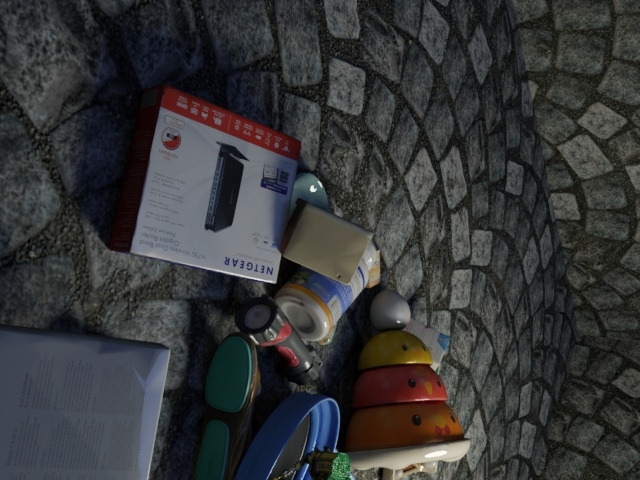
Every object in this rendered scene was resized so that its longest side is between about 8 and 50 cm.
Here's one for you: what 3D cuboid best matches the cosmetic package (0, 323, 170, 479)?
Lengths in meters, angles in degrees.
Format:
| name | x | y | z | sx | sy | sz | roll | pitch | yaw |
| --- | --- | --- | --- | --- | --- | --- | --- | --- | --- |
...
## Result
| name | x | y | z | sx | sy | sz | roll | pitch | yaw |
| --- | --- | --- | --- | --- | --- | --- | --- | --- | --- |
| cosmetic package | -0.399 | 0.323 | 0.971 | 0.284 | 0.097 | 0.378 | 12 | 83 | -26 |

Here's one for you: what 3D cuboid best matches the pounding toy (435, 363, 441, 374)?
| name | x | y | z | sx | sy | sz | roll | pitch | yaw |
| --- | --- | --- | --- | --- | --- | --- | --- | --- | --- |
| pounding toy | 0.289 | 0.445 | 2.067 | 0.181 | 0.094 | 0.206 | 45 | 57 | -47 |

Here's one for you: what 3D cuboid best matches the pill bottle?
| name | x | y | z | sx | sy | sz | roll | pitch | yaw |
| --- | --- | --- | --- | --- | --- | --- | --- | --- | --- |
| pill bottle | 0.021 | 0.098 | 1.591 | 0.272 | 0.152 | 0.152 | -48 | 130 | -38 |

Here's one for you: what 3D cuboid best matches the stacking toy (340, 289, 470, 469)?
| name | x | y | z | sx | sy | sz | roll | pitch | yaw |
| --- | --- | --- | --- | --- | --- | --- | --- | --- | --- |
| stacking toy | 0.203 | 0.371 | 1.830 | 0.350 | 0.350 | 0.481 | 16 | 62 | -54 |

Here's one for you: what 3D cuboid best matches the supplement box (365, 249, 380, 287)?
| name | x | y | z | sx | sy | sz | roll | pitch | yaw |
| --- | --- | --- | --- | --- | --- | --- | --- | --- | --- |
| supplement box | 0.138 | 0.078 | 1.866 | 0.062 | 0.036 | 0.099 | -16 | 106 | -54 |

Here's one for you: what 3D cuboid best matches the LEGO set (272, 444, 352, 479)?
| name | x | y | z | sx | sy | sz | roll | pitch | yaw |
| --- | --- | --- | --- | --- | --- | --- | --- | --- | --- |
| LEGO set | -0.056 | 0.585 | 1.338 | 0.255 | 0.192 | 0.331 | 59 | 44 | -23 |

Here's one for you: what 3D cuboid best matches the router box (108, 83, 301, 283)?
| name | x | y | z | sx | sy | sz | roll | pitch | yaw |
| --- | --- | --- | --- | --- | --- | --- | --- | --- | --- |
| router box | -0.205 | -0.093 | 1.266 | 0.335 | 0.082 | 0.302 | 16 | 81 | -43 |

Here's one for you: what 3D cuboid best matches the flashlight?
| name | x | y | z | sx | sy | sz | roll | pitch | yaw |
| --- | --- | --- | --- | --- | --- | --- | --- | --- | --- |
| flashlight | -0.091 | 0.236 | 1.485 | 0.103 | 0.103 | 0.304 | -65 | 151 | -27 |

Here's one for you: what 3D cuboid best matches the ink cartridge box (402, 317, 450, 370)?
| name | x | y | z | sx | sy | sz | roll | pitch | yaw |
| --- | --- | --- | --- | --- | --- | --- | --- | --- | --- |
| ink cartridge box | 0.291 | 0.309 | 2.034 | 0.104 | 0.181 | 0.062 | -58 | 171 | -33 |

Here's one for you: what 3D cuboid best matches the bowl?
| name | x | y | z | sx | sy | sz | roll | pitch | yaw |
| --- | --- | --- | --- | --- | --- | --- | --- | --- | --- |
| bowl | -0.081 | 0.523 | 1.481 | 0.391 | 0.077 | 0.392 | -46 | 146 | -44 |

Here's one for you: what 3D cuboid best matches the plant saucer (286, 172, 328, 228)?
| name | x | y | z | sx | sy | sz | roll | pitch | yaw |
| --- | --- | --- | --- | --- | --- | --- | --- | --- | --- |
| plant saucer | -0.049 | -0.065 | 1.584 | 0.195 | 0.037 | 0.195 | -10 | 102 | -55 |

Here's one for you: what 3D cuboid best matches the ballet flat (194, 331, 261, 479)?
| name | x | y | z | sx | sy | sz | roll | pitch | yaw |
| --- | --- | --- | --- | --- | --- | --- | --- | --- | --- |
| ballet flat | -0.178 | 0.357 | 1.386 | 0.124 | 0.116 | 0.343 | 9 | 89 | -64 |

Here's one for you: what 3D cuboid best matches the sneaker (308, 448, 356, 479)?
| name | x | y | z | sx | sy | sz | roll | pitch | yaw |
| --- | --- | --- | --- | --- | --- | --- | --- | --- | --- |
| sneaker | 0.022 | 0.610 | 1.733 | 0.087 | 0.083 | 0.221 | -45 | 124 | -26 |

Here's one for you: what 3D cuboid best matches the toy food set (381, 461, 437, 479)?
| name | x | y | z | sx | sy | sz | roll | pitch | yaw |
| --- | --- | --- | --- | --- | --- | --- | --- | --- | --- |
| toy food set | 0.299 | 0.654 | 2.105 | 0.306 | 0.092 | 0.220 | 10 | 86 | -55 |

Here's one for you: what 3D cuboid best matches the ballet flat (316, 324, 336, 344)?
| name | x | y | z | sx | sy | sz | roll | pitch | yaw |
| --- | --- | --- | --- | --- | --- | --- | --- | --- | --- |
| ballet flat | 0.022 | 0.161 | 1.686 | 0.067 | 0.073 | 0.206 | 34 | 61 | -35 |

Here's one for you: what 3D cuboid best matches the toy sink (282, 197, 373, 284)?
| name | x | y | z | sx | sy | sz | roll | pitch | yaw |
| --- | --- | --- | --- | --- | --- | --- | --- | --- | --- |
| toy sink | 0.000 | 0.000 | 1.444 | 0.152 | 0.234 | 0.131 | 25 | 93 | -10 |
